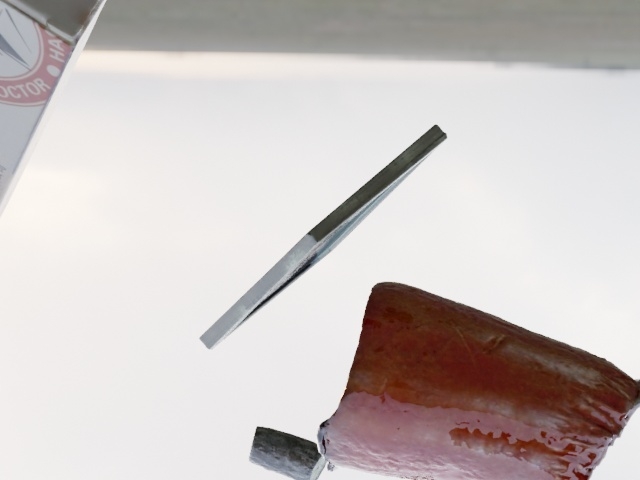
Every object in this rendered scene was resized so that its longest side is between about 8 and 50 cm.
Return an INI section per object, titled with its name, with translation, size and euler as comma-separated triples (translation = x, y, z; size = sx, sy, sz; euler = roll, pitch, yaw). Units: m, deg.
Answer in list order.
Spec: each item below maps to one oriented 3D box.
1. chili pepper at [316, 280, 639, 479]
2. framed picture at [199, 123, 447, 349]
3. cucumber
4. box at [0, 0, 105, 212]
[chili pepper]
translation = 0.168, 0.190, 2.059
size = 0.305, 0.229, 0.251
euler = 22, 155, 8
[framed picture]
translation = 0.000, 0.000, 1.402
size = 0.150, 0.015, 0.203
euler = -40, 177, -36
[cucumber]
translation = -0.048, 0.298, 2.697
size = 0.112, 0.064, 0.064
euler = 21, -170, 13
[box]
translation = -0.282, -0.115, 1.275
size = 0.214, 0.069, 0.353
euler = 31, 145, -5
